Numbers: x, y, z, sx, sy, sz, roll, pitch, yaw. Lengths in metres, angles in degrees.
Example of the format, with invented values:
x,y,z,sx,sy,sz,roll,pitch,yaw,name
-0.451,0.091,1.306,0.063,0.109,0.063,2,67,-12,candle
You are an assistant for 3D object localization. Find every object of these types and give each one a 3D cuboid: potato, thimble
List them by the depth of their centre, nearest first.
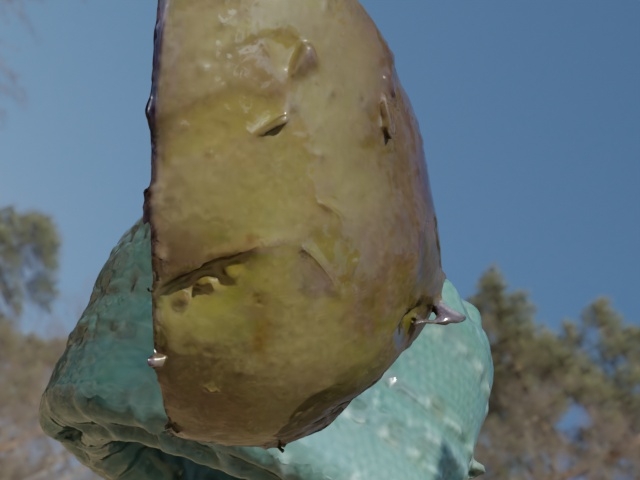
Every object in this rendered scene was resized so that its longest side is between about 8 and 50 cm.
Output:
x,y,z,sx,sy,sz,roll,pitch,yaw,name
0.000,0.000,0.462,0.172,0.089,0.101,89,8,-53,potato
-0.019,0.082,0.846,0.235,0.143,0.198,26,-22,-6,thimble
